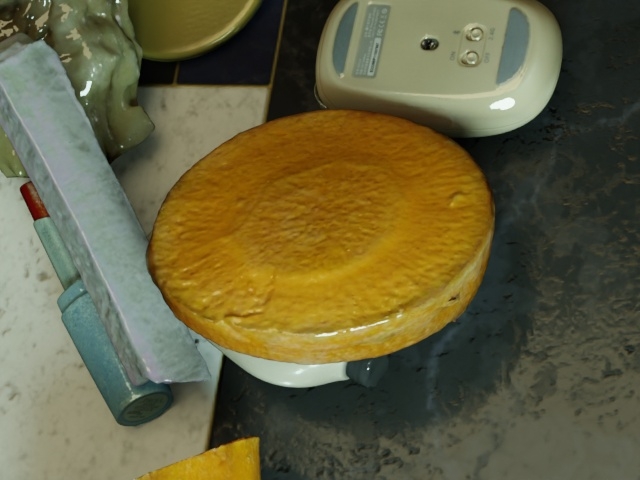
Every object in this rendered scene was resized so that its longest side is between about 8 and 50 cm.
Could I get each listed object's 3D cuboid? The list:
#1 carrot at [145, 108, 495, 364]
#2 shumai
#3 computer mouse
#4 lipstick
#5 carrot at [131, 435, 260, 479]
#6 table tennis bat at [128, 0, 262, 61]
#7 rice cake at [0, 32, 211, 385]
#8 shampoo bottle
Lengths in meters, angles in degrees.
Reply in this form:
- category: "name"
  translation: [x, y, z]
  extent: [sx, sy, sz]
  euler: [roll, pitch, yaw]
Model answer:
- category: "carrot"
  translation: [0.000, 0.000, 1.536]
  extent: [0.307, 0.100, 0.258]
  euler: [-11, 49, -2]
- category: "shumai"
  translation: [-0.299, -0.197, 1.729]
  extent: [0.346, 0.217, 0.283]
  euler: [-36, 105, 4]
- category: "computer mouse"
  translation: [0.110, -0.167, 1.622]
  extent: [0.236, 0.082, 0.145]
  euler: [3, 71, 22]
- category: "lipstick"
  translation: [-0.221, 0.049, 1.659]
  extent: [0.068, 0.061, 0.274]
  euler: [-33, 63, 6]
- category: "carrot"
  translation: [-0.140, 0.332, 1.443]
  extent: [0.214, 0.193, 0.331]
  euler: [2, 69, -23]
- category: "table tennis bat"
  translation: [-0.195, -0.296, 1.794]
  extent: [0.321, 0.050, 0.198]
  euler: [20, 82, 23]
- category: "rice cake"
  translation: [-0.208, -0.023, 1.582]
  extent: [0.073, 0.056, 0.365]
  euler: [-25, 85, -33]
- category: "shampoo bottle"
  translation: [-0.047, 0.059, 1.587]
  extent: [0.257, 0.078, 0.127]
  euler: [28, 66, 27]
